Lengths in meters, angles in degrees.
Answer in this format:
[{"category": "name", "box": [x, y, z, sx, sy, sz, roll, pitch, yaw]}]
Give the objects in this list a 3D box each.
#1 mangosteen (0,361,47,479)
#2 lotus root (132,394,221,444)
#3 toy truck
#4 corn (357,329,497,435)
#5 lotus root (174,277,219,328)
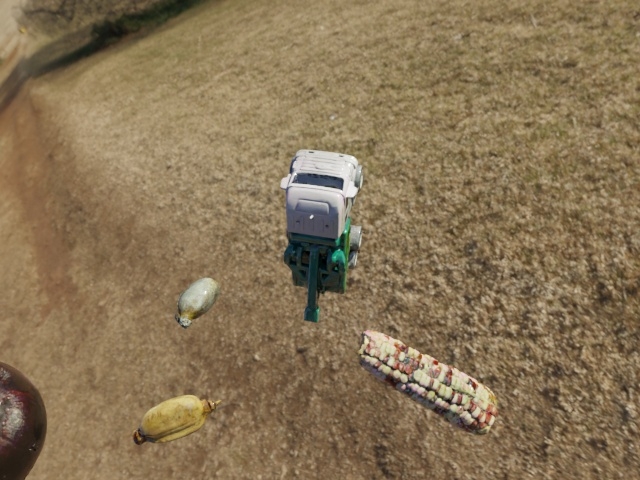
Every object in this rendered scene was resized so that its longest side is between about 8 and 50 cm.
[{"category": "mangosteen", "box": [-0.489, 0.267, 0.685, 0.250, 0.211, 0.212, -39, 37, 39]}, {"category": "lotus root", "box": [-0.241, 0.297, 0.872, 0.151, 0.072, 0.063, -18, 27, -11]}, {"category": "toy truck", "box": [0.001, -0.006, 1.104, 0.176, 0.364, 0.178, 8, 41, 8]}, {"category": "corn", "box": [0.184, 0.249, 0.907, 0.092, 0.280, 0.092, -61, 5, 10]}, {"category": "lotus root", "box": [-0.329, 0.160, 1.371, 0.088, 0.088, 0.165, -11, 31, 43]}]
